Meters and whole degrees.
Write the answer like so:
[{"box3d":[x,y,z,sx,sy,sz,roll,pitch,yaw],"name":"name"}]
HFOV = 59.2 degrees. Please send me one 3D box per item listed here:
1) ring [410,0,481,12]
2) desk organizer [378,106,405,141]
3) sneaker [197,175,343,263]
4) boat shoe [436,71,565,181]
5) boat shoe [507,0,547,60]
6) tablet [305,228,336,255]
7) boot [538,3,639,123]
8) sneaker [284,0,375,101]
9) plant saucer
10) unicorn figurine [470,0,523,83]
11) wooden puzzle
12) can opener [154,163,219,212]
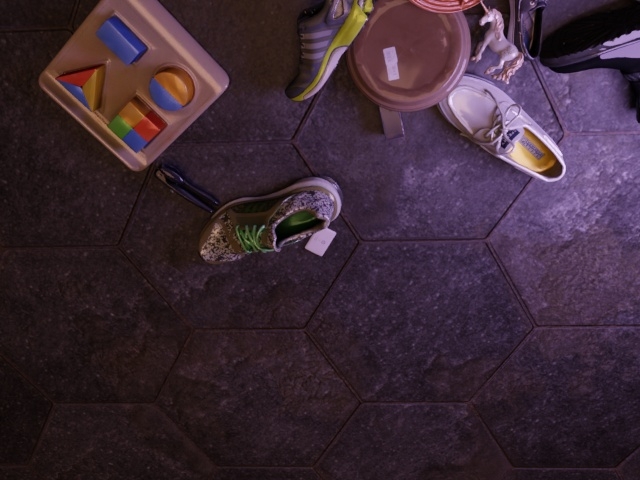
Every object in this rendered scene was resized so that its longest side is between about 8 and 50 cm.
[{"box3d":[0.270,-0.625,1.105,0.337,0.032,0.336,-10,117,-20],"name":"ring"},{"box3d":[0.163,-0.308,1.332,0.047,0.050,0.130,-12,116,8],"name":"desk organizer"},{"box3d":[-0.141,-0.030,1.413,0.410,0.182,0.158,-23,114,14],"name":"sneaker"},{"box3d":[0.419,-0.247,1.292,0.367,0.156,0.136,35,113,-14],"name":"boat shoe"},{"box3d":[0.445,-0.496,1.196,0.080,0.076,0.228,-14,120,-20],"name":"boat shoe"},{"box3d":[0.000,0.000,1.521,0.054,0.006,0.083,27,115,-11],"name":"tablet"},{"box3d":[0.679,-0.366,1.238,0.348,0.131,0.260,-10,132,24],"name":"boot"},{"box3d":[-0.007,-0.431,1.219,0.121,0.111,0.300,29,131,-14],"name":"sneaker"},{"box3d":[0.192,-0.424,1.240,0.278,0.041,0.277,1,103,6],"name":"plant saucer"},{"box3d":[0.382,-0.431,1.238,0.162,0.060,0.111,42,128,4],"name":"unicorn figurine"},{"box3d":[-0.442,-0.369,1.312,0.348,0.080,0.322,-39,109,19],"name":"wooden puzzle"},{"box3d":[-0.344,-0.130,1.443,0.059,0.073,0.186,-44,117,13],"name":"can opener"}]
